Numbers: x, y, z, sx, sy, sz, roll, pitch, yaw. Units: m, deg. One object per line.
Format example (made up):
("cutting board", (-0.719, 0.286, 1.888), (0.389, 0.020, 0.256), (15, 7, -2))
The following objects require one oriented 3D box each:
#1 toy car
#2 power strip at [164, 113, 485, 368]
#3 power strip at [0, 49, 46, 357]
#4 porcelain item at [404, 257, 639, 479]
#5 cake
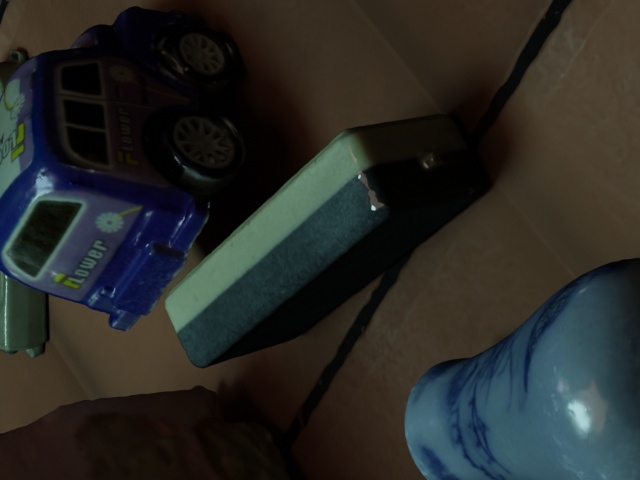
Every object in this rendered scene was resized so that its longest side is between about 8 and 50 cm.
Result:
("toy car", (-0.164, -0.069, 1.135), (0.172, 0.158, 0.235), (-50, 35, 42))
("power strip", (0.000, 0.000, 1.033), (0.257, 0.105, 0.070), (-38, 73, 44))
("power strip", (-0.290, -0.032, 1.395), (0.080, 0.048, 0.286), (18, 110, 44))
("porcelain item", (0.153, 0.093, 0.870), (0.259, 0.141, 0.141), (-27, 79, 55))
("cake", (-0.169, 0.301, 1.140), (0.293, 0.307, 0.314), (55, 133, 26))
